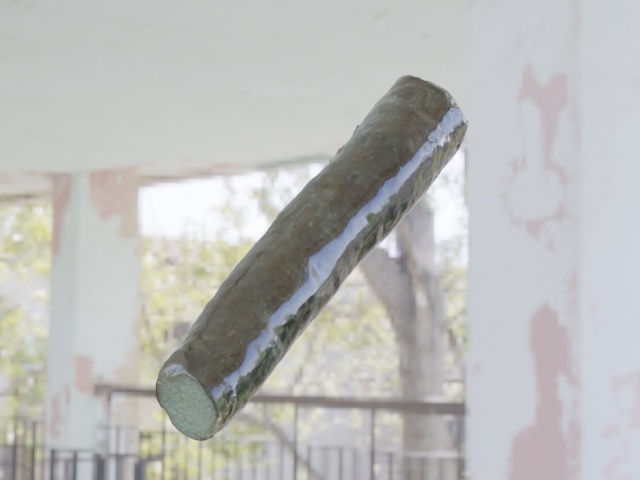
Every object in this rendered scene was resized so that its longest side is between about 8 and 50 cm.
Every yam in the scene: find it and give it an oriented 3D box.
[{"bbox_3d":[0.000,0.000,0.801,0.061,0.061,0.274,-3,34,41],"label":"yam"}]
